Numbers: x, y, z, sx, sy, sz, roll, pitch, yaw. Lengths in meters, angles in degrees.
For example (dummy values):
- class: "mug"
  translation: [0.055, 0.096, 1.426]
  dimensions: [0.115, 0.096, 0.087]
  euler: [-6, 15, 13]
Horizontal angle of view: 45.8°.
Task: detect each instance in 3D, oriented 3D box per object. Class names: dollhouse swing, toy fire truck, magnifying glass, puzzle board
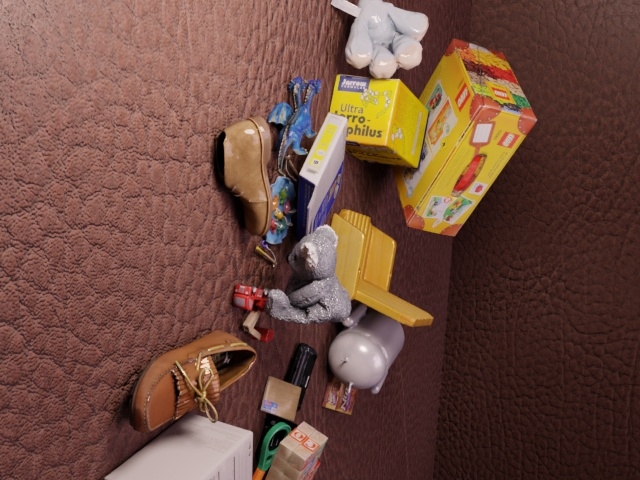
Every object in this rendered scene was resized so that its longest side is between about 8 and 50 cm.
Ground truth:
- class: "dollhouse swing"
  translation: [0.213, 0.088, 2.416]
  dimensions: [0.347, 0.305, 0.315]
  euler: [13, 88, -66]
- class: "toy fire truck"
  translation: [-0.166, 0.182, 1.901]
  dimensions: [0.192, 0.047, 0.135]
  euler: [23, 78, -67]
- class: "magnifying glass"
  translation: [-0.149, 0.605, 2.076]
  dimensions: [0.092, 0.026, 0.231]
  euler: [30, 88, -53]
- class: "puzzle board"
  translation: [-0.111, 0.442, 2.118]
  dimensions: [0.128, 0.011, 0.096]
  euler: [29, 65, -38]

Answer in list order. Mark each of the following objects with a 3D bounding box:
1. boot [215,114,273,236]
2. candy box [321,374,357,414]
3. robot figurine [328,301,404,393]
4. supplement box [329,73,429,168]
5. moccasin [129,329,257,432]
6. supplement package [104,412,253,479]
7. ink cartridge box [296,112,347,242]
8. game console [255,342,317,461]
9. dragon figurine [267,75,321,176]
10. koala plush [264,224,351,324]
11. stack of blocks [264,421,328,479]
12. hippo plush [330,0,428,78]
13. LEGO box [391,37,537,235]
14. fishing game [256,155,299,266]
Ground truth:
- class: "boot"
  translation: [-0.177, -0.132, 1.723]
  dimensions: [0.115, 0.112, 0.305]
  euler: [-23, 131, -27]
- class: "candy box"
  translation: [0.070, 0.529, 2.588]
  dimensions: [0.187, 0.053, 0.109]
  euler: [39, 64, -63]
- class: "robot figurine"
  translation: [0.152, 0.356, 2.514]
  dimensions: [0.353, 0.200, 0.299]
  euler: [-43, 114, -54]
- class: "supplement box"
  translation: [0.180, -0.350, 2.290]
  dimensions: [0.356, 0.194, 0.195]
  euler: [16, 85, -66]
- class: "moccasin"
  translation: [-0.261, 0.301, 1.605]
  dimensions: [0.380, 0.147, 0.139]
  euler: [-16, 114, -65]
- class: "supplement package"
  translation: [-0.290, 0.522, 1.594]
  dimensions: [0.293, 0.178, 0.175]
  euler: [-29, 126, -60]
- class: "ink cartridge box"
  translation: [-0.013, -0.126, 2.011]
  dimensions: [0.303, 0.072, 0.307]
  euler: [97, 16, -57]
- class: "game console"
  translation: [-0.084, 0.484, 2.227]
  dimensions: [0.213, 0.044, 0.361]
  euler: [49, 56, -61]
- class: "dragon figurine"
  translation: [-0.073, -0.289, 1.869]
  dimensions: [0.144, 0.085, 0.289]
  euler: [77, 32, -42]
- class: "koala plush"
  translation: [-0.013, 0.081, 1.887]
  dimensions: [0.196, 0.203, 0.221]
  euler: [-37, 135, -64]
- class: "stack of blocks"
  translation: [-0.081, 0.658, 2.131]
  dimensions: [0.171, 0.087, 0.297]
  euler: [-29, 144, -58]
- class: "hippo plush"
  translation: [0.147, -0.563, 2.161]
  dimensions: [0.234, 0.294, 0.236]
  euler: [-56, 180, -7]
- class: "LEGO box"
  translation: [0.431, -0.327, 2.439]
  dimensions: [0.372, 0.193, 0.500]
  euler: [-99, -152, -43]
- class: "fishing game"
  translation: [-0.098, -0.077, 1.961]
  dimensions: [0.189, 0.041, 0.264]
  euler: [56, 49, -62]
